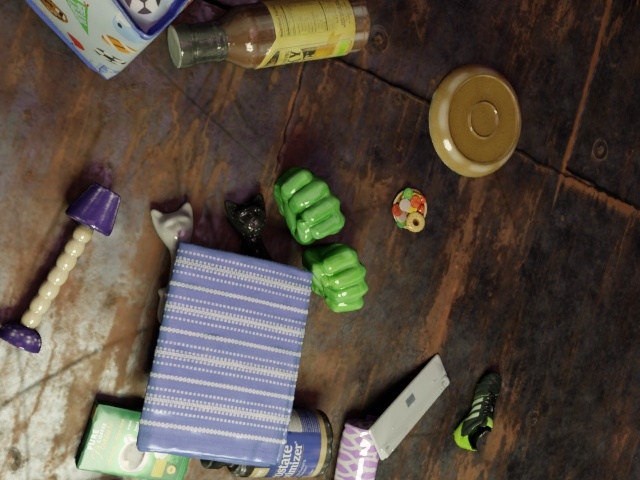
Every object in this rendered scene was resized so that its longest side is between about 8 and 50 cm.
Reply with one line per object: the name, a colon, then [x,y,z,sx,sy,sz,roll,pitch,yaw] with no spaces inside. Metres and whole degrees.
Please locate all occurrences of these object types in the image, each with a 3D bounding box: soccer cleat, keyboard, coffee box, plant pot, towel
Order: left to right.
coffee box: [-0.307,0.342,1.149,0.184,0.040,0.113,18,87,-26]
towel: [-0.149,0.190,1.107,0.243,0.040,0.335,14,81,-21]
keyboard: [0.182,0.326,1.352,0.256,0.014,0.072,-37,104,-40]
plant pot: [0.331,-0.249,1.405,0.236,0.032,0.236,-2,95,-25]
soccer cleat: [0.350,0.366,1.449,0.060,0.072,0.179,34,80,-24]

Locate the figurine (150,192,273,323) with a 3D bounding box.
figurine: [-0.180,0.031,1.164,0.215,0.092,0.209,-8,90,-24]

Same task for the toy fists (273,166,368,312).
toy fists: [0.000,0.000,1.208,0.096,0.142,0.279,-26,105,-21]

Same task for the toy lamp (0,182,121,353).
toy lamp: [-0.400,0.038,1.055,0.080,0.080,0.274,32,80,-25]

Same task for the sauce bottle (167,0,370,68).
sauce bottle: [-0.085,-0.352,1.154,0.344,0.111,0.111,-15,101,-22]

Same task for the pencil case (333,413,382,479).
pencil case: [0.071,0.450,1.320,0.088,0.086,0.206,8,94,-60]

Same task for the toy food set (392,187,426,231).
toy food set: [0.179,-0.062,1.355,0.083,0.020,0.083,21,86,-26]

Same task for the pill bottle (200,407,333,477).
pill bottle: [-0.098,0.358,1.206,0.219,0.123,0.122,9,91,-26]

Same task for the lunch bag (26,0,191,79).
lunch bag: [-0.333,-0.447,0.903,0.385,0.328,0.239,44,72,-21]
